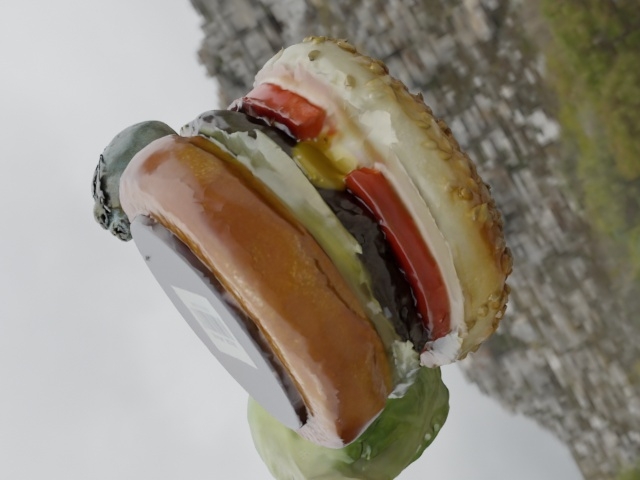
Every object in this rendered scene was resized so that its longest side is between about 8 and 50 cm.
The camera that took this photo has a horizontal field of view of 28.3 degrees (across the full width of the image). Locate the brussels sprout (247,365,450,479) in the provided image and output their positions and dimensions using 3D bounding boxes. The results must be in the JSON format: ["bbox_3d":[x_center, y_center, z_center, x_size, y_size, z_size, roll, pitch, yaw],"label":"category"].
[{"bbox_3d":[0.034,0.220,1.723,0.227,0.259,0.294,44,-140,-38],"label":"brussels sprout"}]

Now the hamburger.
[{"bbox_3d":[0.000,0.000,1.109,0.330,0.250,0.330,47,166,16],"label":"hamburger"}]

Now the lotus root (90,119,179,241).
[{"bbox_3d":[-0.191,-0.066,1.310,0.088,0.088,0.165,56,-145,-29],"label":"lotus root"}]
